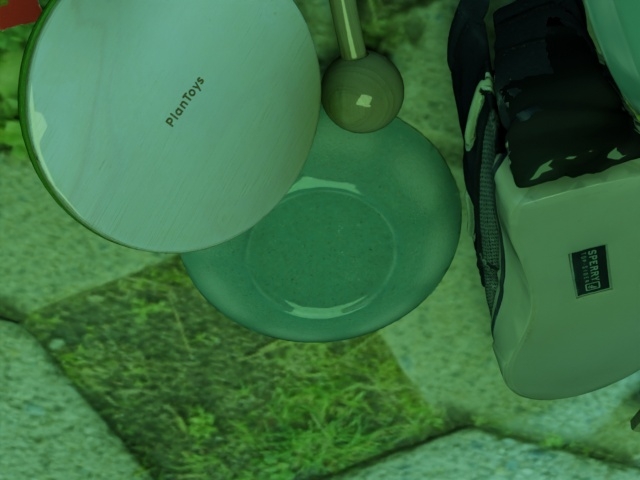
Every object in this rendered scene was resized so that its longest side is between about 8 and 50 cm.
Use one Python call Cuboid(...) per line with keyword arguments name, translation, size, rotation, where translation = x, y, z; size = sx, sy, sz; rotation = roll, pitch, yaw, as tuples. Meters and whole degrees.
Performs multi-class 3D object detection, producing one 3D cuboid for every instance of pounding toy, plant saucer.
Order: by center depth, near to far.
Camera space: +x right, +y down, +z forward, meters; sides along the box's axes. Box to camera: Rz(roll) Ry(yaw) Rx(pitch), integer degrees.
Cuboid(name="pounding toy", translation=(-0.082, -0.104, 0.967), size=(0.237, 0.110, 0.183), rotation=(-30, 112, -19))
Cuboid(name="plant saucer", translation=(0.000, 0.000, 1.061), size=(0.195, 0.037, 0.195), rotation=(-2, 122, -3))

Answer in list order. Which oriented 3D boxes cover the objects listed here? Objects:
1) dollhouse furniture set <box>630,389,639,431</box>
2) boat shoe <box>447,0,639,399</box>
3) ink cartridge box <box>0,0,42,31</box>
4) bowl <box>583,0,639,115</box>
Cuboid(name="dollhouse furniture set", translation=(0.433, 0.126, 1.036), size=(0.355, 0.174, 0.303), rotation=(11, 140, -11))
Cuboid(name="boat shoe", translation=(0.152, -0.028, 1.015), size=(0.127, 0.158, 0.340), rotation=(-13, 151, -1))
Cuboid(name="ink cartridge box", translation=(-0.297, -0.169, 0.924), size=(0.225, 0.056, 0.181), rotation=(-12, 123, 6))
Cuboid(name="bowl", translation=(0.237, -0.164, 0.844), size=(0.163, 0.311, 0.311), rotation=(-13, 125, 28))
